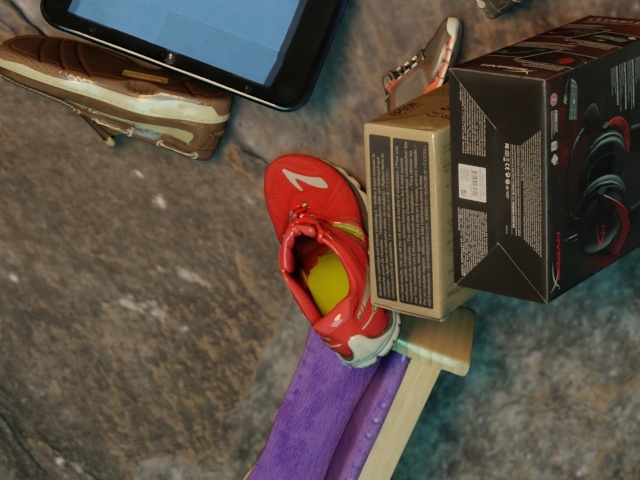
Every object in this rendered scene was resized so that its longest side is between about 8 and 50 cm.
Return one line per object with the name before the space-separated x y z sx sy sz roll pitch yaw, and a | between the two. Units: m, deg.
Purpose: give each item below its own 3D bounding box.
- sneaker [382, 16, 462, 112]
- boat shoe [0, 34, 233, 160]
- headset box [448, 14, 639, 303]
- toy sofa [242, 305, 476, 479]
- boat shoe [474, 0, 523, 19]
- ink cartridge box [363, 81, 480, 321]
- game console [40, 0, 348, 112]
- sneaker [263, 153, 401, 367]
sneaker | 0.097 -0.167 1.648 0.065 0.061 0.158 26 112 7
boat shoe | -0.227 -0.144 1.696 0.257 0.095 0.095 16 118 3
headset box | 0.251 -0.091 1.543 0.110 0.293 0.218 12 114 37
toy sofa | 0.027 0.219 1.754 0.177 0.150 0.363 22 113 0
boat shoe | 0.127 -0.319 1.572 0.070 0.078 0.219 -34 93 36
ink cartridge box | 0.139 -0.052 1.583 0.088 0.234 0.193 11 113 31
game console | -0.104 -0.309 1.559 0.293 0.173 0.250 20 134 2
sneaker | 0.000 0.000 1.625 0.107 0.279 0.118 -37 140 14
